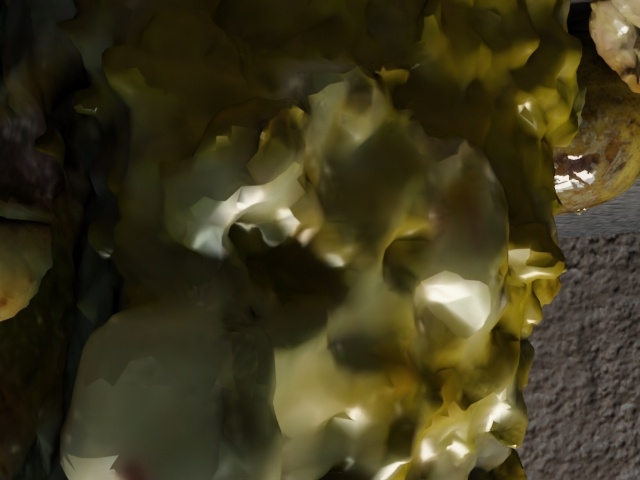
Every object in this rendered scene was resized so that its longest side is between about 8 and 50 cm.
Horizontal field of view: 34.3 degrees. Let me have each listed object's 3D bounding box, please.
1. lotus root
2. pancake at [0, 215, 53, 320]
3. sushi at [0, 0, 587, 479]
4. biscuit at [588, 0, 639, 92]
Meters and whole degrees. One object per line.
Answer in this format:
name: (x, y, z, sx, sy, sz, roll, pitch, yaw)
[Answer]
lotus root: (0.181, -0.092, 0.799, 0.278, 0.154, 0.154, -3, 175, 20)
pancake: (-0.318, 0.002, 0.338, 0.426, 0.067, 0.305, 2, -177, -22)
sushi: (-0.053, 0.023, 0.495, 0.240, 0.397, 0.351, -2, -168, -34)
biscuit: (0.278, -0.154, 0.606, 0.213, 0.091, 0.274, -3, 172, -3)
